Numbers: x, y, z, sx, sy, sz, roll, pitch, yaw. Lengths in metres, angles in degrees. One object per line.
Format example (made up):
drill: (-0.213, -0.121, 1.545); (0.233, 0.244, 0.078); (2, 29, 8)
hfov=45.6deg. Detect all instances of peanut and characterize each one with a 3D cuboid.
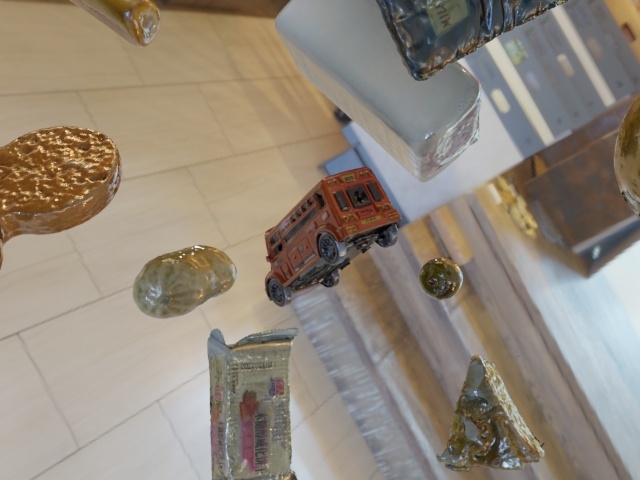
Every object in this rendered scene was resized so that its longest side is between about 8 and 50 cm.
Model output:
peanut: (-0.263, 0.077, 1.507); (0.224, 0.129, 0.129); (-27, 88, -43)

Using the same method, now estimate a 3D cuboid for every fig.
fig: (0.212, 0.064, 1.313); (0.088, 0.074, 0.074); (-7, 70, -53)

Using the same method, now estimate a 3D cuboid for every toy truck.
toy truck: (0.000, 0.000, 1.070); (0.107, 0.253, 0.114); (-19, 78, -34)

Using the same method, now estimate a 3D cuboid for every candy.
candy: (0.099, -0.265, 1.242); (0.358, 0.145, 0.208); (46, -2, 20)

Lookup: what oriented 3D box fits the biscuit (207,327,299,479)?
biscuit: (-0.114, 0.303, 1.289); (0.186, 0.079, 0.309); (4, 81, -35)

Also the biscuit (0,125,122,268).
biscuit: (-0.250, -0.016, 0.488); (0.036, 0.250, 0.165); (91, -25, -47)

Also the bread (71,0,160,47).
bread: (-0.339, -0.384, 1.170); (0.239, 0.074, 0.092); (37, -17, 19)

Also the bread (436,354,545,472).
bread: (0.233, 0.230, 1.014); (0.147, 0.127, 0.152); (20, 72, -67)

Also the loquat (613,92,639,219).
loquat: (0.498, -0.100, 0.935); (0.263, 0.263, 0.263); (37, 37, -35)

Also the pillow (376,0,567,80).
pillow: (0.152, -0.276, 0.680); (0.034, 0.255, 0.189); (38, -26, 60)
